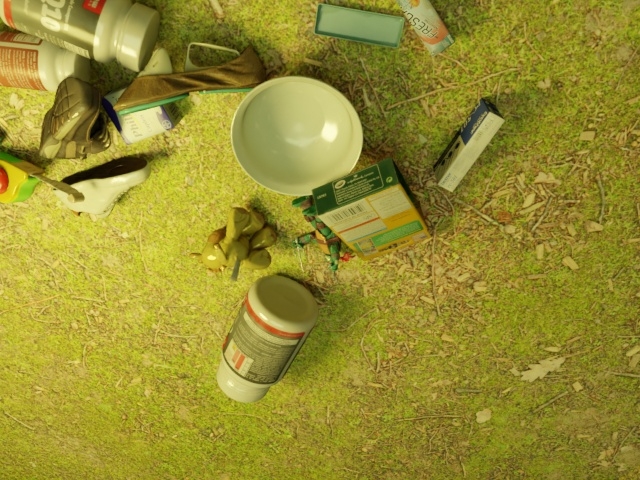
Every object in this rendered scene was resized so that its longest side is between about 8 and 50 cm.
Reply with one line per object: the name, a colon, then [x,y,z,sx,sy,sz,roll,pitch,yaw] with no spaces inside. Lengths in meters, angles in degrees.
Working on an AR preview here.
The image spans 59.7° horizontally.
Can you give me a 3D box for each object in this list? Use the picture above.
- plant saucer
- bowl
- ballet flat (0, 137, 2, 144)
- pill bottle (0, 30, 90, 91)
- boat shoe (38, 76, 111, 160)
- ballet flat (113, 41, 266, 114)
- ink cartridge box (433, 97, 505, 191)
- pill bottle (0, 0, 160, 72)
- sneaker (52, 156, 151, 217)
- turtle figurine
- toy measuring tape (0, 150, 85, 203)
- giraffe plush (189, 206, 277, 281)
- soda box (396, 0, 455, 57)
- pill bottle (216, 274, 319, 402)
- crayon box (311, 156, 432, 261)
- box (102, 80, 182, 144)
plant saucer: [0.084,-0.472,1.224,0.192,0.018,0.067,9,123,-2]
bowl: [-0.053,-0.261,1.294,0.297,0.134,0.298,-1,127,-1]
ballet flat: [-0.922,-0.236,1.400,0.247,0.083,0.087,-19,106,13]
pill bottle: [-0.640,-0.398,1.250,0.216,0.121,0.121,6,123,-1]
boat shoe: [-0.544,-0.269,1.273,0.130,0.132,0.355,8,170,-35]
ballet flat: [-0.288,-0.365,1.219,0.342,0.116,0.124,-15,107,-15]
ink cartridge box: [0.346,-0.225,1.323,0.046,0.097,0.207,25,121,-13]
pill bottle: [-0.496,-0.473,1.169,0.283,0.161,0.161,20,122,-10]
sneaker: [-0.538,-0.130,1.439,0.290,0.106,0.123,-10,125,23]
turtle figurine: [0.000,0.000,1.485,0.175,0.118,0.234,14,134,45]
toy measuring tape: [-0.733,-0.126,1.400,0.330,0.121,0.121,25,125,17]
giraffe plush: [-0.245,0.024,1.495,0.170,0.210,0.181,-10,131,44]
soda box: [0.212,-0.483,1.182,0.058,0.063,0.183,-33,116,22]
pill bottle: [-0.166,0.295,1.625,0.210,0.210,0.363,22,121,-11]
crayon box: [0.137,-0.065,1.389,0.203,0.083,0.323,-21,151,16]
box: [-0.425,-0.311,1.325,0.137,0.072,0.126,-17,120,14]
